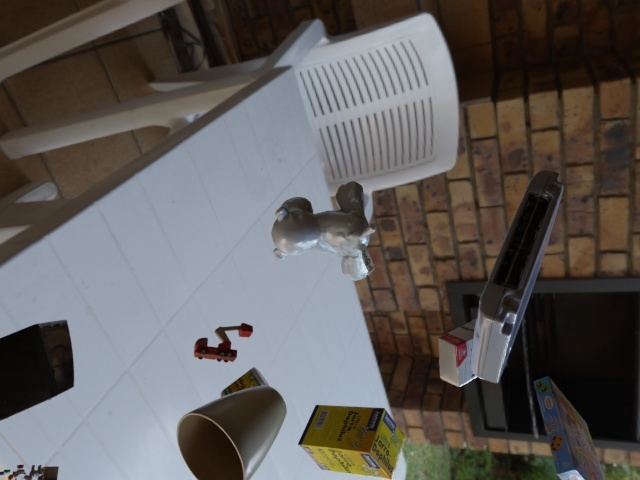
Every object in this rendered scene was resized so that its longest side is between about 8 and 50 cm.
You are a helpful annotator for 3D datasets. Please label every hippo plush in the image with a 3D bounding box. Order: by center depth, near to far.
[{"bbox_3d":[0.000,0.000,1.248,0.294,0.236,0.234,-95,-179,-58],"label":"hippo plush"}]

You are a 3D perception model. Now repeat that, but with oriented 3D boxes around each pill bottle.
[{"bbox_3d":[-0.299,0.582,1.880,0.208,0.117,0.118,-36,133,-10],"label":"pill bottle"}]

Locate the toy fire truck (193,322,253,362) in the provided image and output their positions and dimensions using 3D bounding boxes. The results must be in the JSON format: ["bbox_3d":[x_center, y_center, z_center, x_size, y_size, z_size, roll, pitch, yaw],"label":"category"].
[{"bbox_3d":[-0.328,0.340,1.698,0.047,0.192,0.135,125,-30,-47],"label":"toy fire truck"}]

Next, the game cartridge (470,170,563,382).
[{"bbox_3d":[0.299,0.058,0.766,0.294,0.060,0.196,-55,146,-31],"label":"game cartridge"}]

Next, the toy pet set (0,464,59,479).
[{"bbox_3d":[-0.707,0.590,1.222,0.114,0.122,0.065,23,49,-42],"label":"toy pet set"}]

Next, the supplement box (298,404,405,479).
[{"bbox_3d":[0.124,0.800,2.010,0.194,0.356,0.195,55,44,-25],"label":"supplement box"}]

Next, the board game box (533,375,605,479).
[{"bbox_3d":[0.479,0.390,0.952,0.160,0.039,0.211,48,29,-18],"label":"board game box"}]

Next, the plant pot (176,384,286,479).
[{"bbox_3d":[-0.231,0.548,1.472,0.274,0.256,0.257,-27,111,-54],"label":"plant pot"}]

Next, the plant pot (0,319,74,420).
[{"bbox_3d":[-0.676,0.299,1.154,0.187,0.188,0.167,143,-77,-81],"label":"plant pot"}]

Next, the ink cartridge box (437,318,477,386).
[{"bbox_3d":[0.359,0.268,1.211,0.150,0.063,0.109,-16,106,-31],"label":"ink cartridge box"}]
